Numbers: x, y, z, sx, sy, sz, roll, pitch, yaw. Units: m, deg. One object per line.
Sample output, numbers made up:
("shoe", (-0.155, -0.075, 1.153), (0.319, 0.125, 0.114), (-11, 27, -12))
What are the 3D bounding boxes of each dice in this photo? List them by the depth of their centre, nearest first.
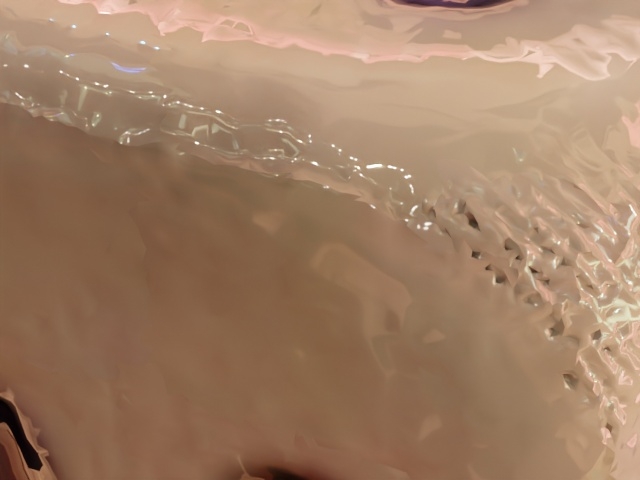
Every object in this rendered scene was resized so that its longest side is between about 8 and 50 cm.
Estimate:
("dice", (0.000, 0.000, 0.430), (0.192, 0.193, 0.194), (16, -53, 17))
